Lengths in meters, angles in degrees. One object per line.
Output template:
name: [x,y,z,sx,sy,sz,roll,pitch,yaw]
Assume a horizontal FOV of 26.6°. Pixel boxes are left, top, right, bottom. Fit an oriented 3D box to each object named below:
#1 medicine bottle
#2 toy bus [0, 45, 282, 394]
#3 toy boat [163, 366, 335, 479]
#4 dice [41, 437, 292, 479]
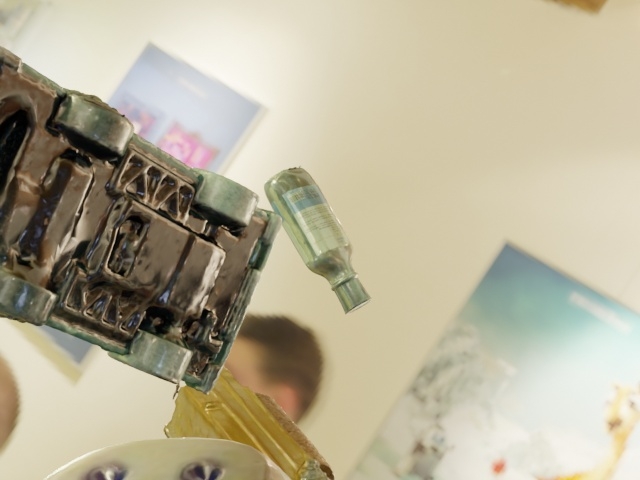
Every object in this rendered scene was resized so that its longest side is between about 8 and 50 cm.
medicine bottle: [0.000,0.000,1.821,0.090,0.054,0.208,-15,73,-59]
toy bus: [-0.152,-0.014,0.750,0.147,0.128,0.256,17,-9,36]
toy boat: [-0.060,0.225,1.393,0.115,0.089,0.310,8,19,-37]
dice: [-0.109,0.258,0.915,0.194,0.193,0.192,-6,21,14]
